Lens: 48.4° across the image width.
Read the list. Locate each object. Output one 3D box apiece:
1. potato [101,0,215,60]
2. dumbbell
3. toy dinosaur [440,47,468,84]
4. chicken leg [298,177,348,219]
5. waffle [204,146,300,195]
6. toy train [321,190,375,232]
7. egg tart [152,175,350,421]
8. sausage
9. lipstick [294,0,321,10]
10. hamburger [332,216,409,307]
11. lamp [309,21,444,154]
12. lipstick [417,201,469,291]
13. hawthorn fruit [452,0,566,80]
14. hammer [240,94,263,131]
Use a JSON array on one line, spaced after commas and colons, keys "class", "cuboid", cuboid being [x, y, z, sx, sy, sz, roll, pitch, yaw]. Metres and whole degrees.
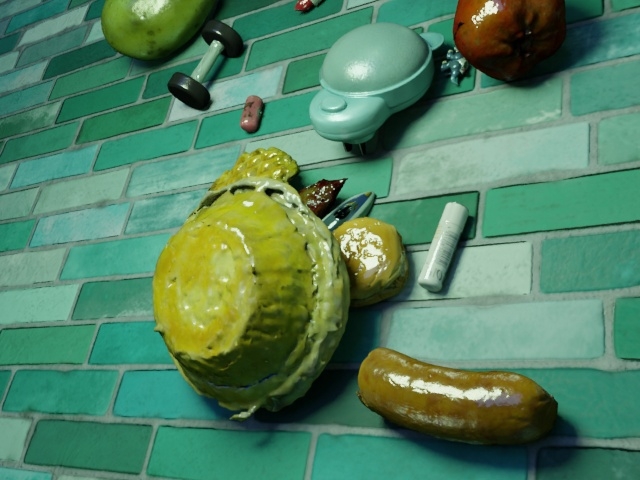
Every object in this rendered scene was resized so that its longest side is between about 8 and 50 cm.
[{"class": "potato", "cuboid": [-0.400, -0.572, 1.769, 0.304, 0.216, 0.216, -29, 49, 1]}, {"class": "dumbbell", "cuboid": [-0.263, -0.404, 1.636, 0.100, 0.100, 0.191, 18, 74, 40]}, {"class": "toy dinosaur", "cuboid": [0.248, -0.318, 1.277, 0.047, 0.030, 0.083, 17, 73, 42]}, {"class": "chicken leg", "cuboid": [-0.044, -0.034, 1.270, 0.234, 0.063, 0.105, -46, 31, 1]}, {"class": "waffle", "cuboid": [-0.157, -0.076, 1.349, 0.291, 0.051, 0.291, -30, 34, 22]}, {"class": "toy train", "cuboid": [0.000, 0.000, 1.236, 0.252, 0.048, 0.055, -48, 49, -1]}, {"class": "egg tart", "cuboid": [-0.138, 0.086, 1.123, 0.387, 0.169, 0.388, -4, 84, 34]}, {"class": "sausage", "cuboid": [0.175, 0.210, 0.948, 0.270, 0.109, 0.109, 3, 64, 36]}, {"class": "lipstick", "cuboid": [0.014, -0.575, 1.589, 0.186, 0.057, 0.063, -41, 47, 13]}, {"class": "hamburger", "cuboid": [0.067, 0.032, 1.147, 0.147, 0.083, 0.138, -17, 54, 20]}, {"class": "lamp", "cuboid": [0.088, -0.291, 1.291, 0.209, 0.147, 0.284, 18, 74, 37]}, {"class": "lipstick", "cuboid": [0.191, 0.010, 1.104, 0.040, 0.040, 0.141, 9, 68, 38]}, {"class": "hawthorn fruit", "cuboid": [0.304, -0.374, 1.172, 0.185, 0.185, 0.202, -23, 51, 21]}, {"class": "hammer", "cuboid": [-0.145, -0.269, 1.511, 0.043, 0.043, 0.083, -7, 58, 31]}]
